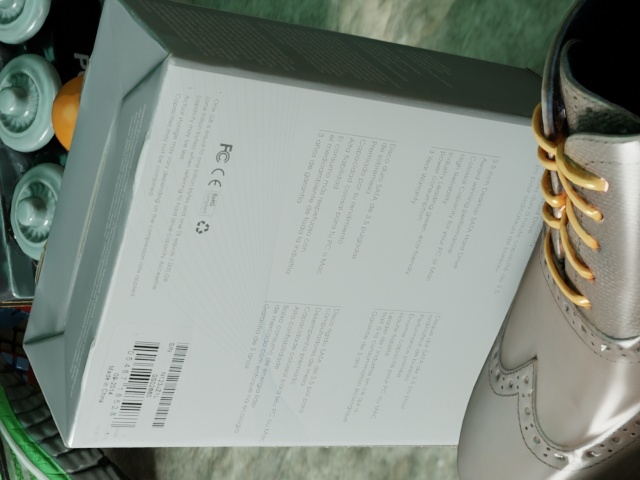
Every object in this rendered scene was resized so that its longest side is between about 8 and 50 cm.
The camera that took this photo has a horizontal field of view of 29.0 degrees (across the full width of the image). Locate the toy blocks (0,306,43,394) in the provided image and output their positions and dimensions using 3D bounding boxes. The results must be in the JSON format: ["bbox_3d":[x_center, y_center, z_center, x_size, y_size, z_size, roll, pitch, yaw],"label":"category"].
[{"bbox_3d":[-0.349,0.198,1.222,0.261,0.190,0.382,-30,50,40],"label":"toy blocks"}]

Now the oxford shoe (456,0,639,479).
[{"bbox_3d":[0.120,-0.022,0.471,0.130,0.132,0.364,57,133,46],"label":"oxford shoe"}]

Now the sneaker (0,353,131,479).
[{"bbox_3d":[-0.310,0.155,1.031,0.343,0.146,0.134,36,162,30],"label":"sneaker"}]

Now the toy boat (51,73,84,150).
[{"bbox_3d":[-0.114,-0.082,0.862,0.231,0.151,0.151,34,114,56],"label":"toy boat"}]

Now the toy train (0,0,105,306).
[{"bbox_3d":[-0.243,-0.094,1.028,0.190,0.142,0.334,-14,83,35],"label":"toy train"}]

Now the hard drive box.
[{"bbox_3d":[0.000,0.000,0.576,0.089,0.232,0.181,48,125,52],"label":"hard drive box"}]
